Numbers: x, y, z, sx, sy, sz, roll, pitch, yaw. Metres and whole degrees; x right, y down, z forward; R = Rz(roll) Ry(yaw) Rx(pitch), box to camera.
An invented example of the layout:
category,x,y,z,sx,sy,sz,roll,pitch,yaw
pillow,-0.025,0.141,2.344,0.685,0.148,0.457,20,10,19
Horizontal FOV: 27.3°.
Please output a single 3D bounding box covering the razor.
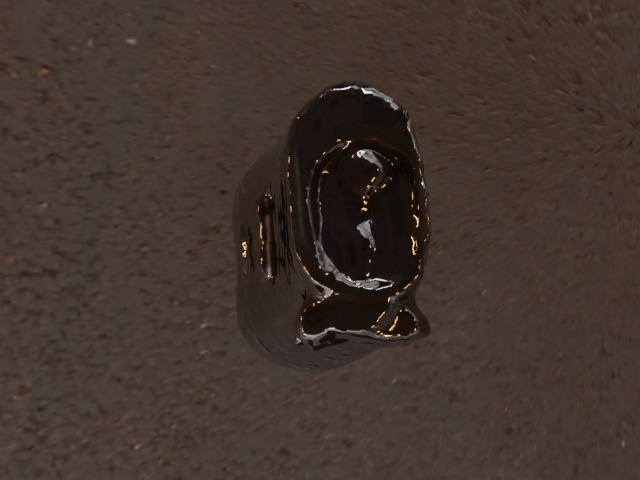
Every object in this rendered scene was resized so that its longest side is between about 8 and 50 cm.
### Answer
category,x,y,z,sx,sy,sz,roll,pitch,yaw
razor,0.004,0.000,0.960,0.107,0.327,0.189,-4,83,-11
